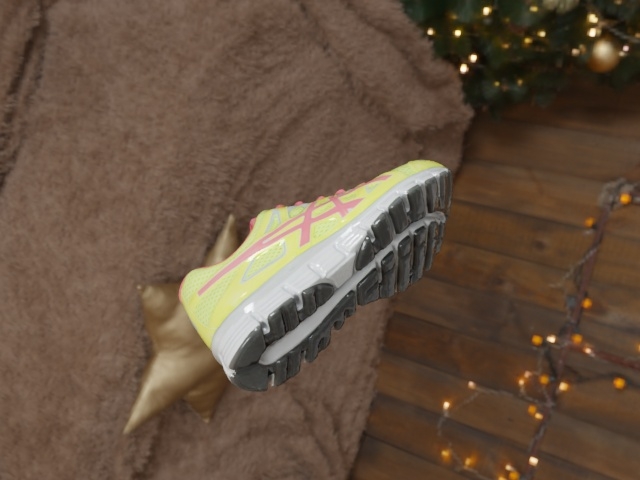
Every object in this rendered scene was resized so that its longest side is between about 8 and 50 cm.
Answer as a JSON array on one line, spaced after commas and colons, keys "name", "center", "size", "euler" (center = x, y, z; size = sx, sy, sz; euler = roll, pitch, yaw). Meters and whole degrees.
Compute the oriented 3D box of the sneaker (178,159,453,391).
[{"name": "sneaker", "center": [0.000, 0.000, 0.538], "size": [0.208, 0.094, 0.081], "euler": [-33, 138, -29]}]
